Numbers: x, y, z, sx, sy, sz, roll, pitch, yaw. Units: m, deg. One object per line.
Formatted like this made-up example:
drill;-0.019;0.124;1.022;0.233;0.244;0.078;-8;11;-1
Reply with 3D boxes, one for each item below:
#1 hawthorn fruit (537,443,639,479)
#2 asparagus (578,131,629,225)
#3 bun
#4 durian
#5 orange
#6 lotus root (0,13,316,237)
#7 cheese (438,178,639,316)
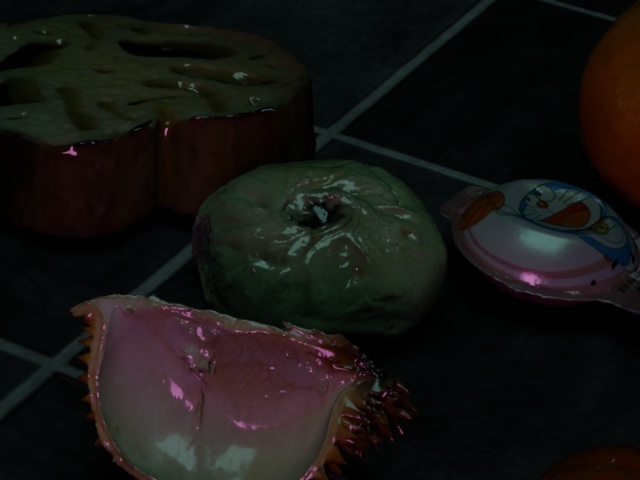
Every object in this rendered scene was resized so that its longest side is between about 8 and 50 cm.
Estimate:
hawthorn fruit;0.215;0.262;0.986;0.211;0.211;0.299;-24;55;-41
asparagus;0.282;-0.056;1.695;0.023;0.022;0.233;38;22;-19
bun;0.003;0.000;1.454;0.221;0.108;0.221;5;30;-3
durian;-0.060;0.118;1.216;0.252;0.139;0.144;14;35;10
orange;0.374;-0.121;1.619;0.261;0.261;0.261;5;31;-3
lotus root;-0.205;-0.129;1.637;0.390;0.111;0.375;-6;31;-14
cheese;0.237;0.017;1.512;0.286;0.074;0.189;27;37;27
